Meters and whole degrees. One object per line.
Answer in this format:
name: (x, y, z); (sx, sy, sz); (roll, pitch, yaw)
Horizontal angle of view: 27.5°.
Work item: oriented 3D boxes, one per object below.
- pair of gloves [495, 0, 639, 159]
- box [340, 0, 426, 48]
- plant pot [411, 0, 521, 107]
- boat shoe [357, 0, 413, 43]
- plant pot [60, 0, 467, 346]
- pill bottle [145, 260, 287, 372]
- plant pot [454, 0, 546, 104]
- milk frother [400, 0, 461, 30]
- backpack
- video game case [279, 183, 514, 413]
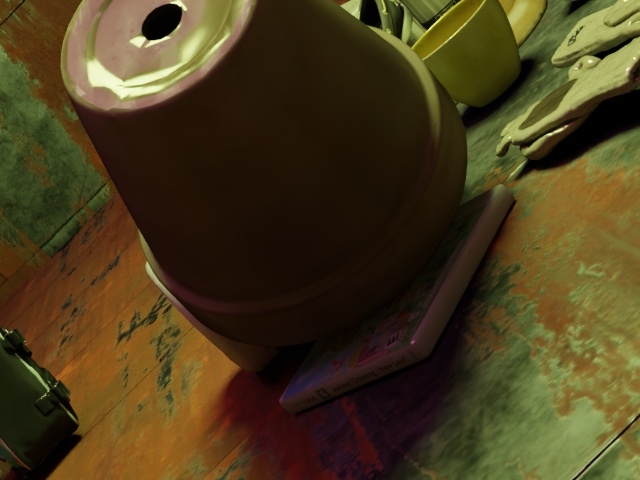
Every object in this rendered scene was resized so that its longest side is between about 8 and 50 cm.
pair of gloves: (0.269, -0.168, 1.206); (0.204, 0.042, 0.240); (-33, 16, 52)
box: (0.046, -0.276, 1.988); (0.148, 0.127, 0.232); (-48, 14, -14)
plant pot: (0.172, -0.208, 1.485); (0.134, 0.095, 0.134); (-42, 13, 12)
boat shoe: (0.077, -0.246, 1.798); (0.081, 0.069, 0.227); (-37, 37, 44)
plant pot: (-0.068, -0.112, 1.139); (0.323, 0.280, 0.323); (-14, 54, 21)
pill bottle: (-0.021, -0.022, 1.348); (0.301, 0.169, 0.169); (-46, 14, -2)
plant pot: (0.188, -0.240, 1.673); (0.236, 0.032, 0.236); (-43, 13, 13)
milk frother: (0.170, -0.355, 1.844); (0.129, 0.135, 0.143); (-45, 13, -4)
backpack: (-0.459, 0.224, 1.799); (0.191, 0.225, 0.253); (-43, 9, -13)
video game case: (0.068, 0.053, 1.176); (0.193, 0.023, 0.212); (-30, 20, 47)
